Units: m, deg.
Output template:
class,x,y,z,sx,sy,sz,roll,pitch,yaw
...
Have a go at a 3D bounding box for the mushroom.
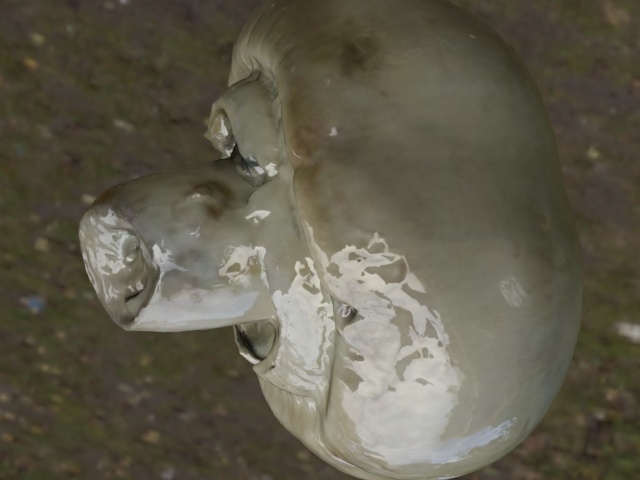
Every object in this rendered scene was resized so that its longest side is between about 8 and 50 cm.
class,x,y,z,sx,sy,sz,roll,pitch,yaw
mushroom,0.000,0.000,0.811,0.234,0.260,0.254,-7,122,-13
